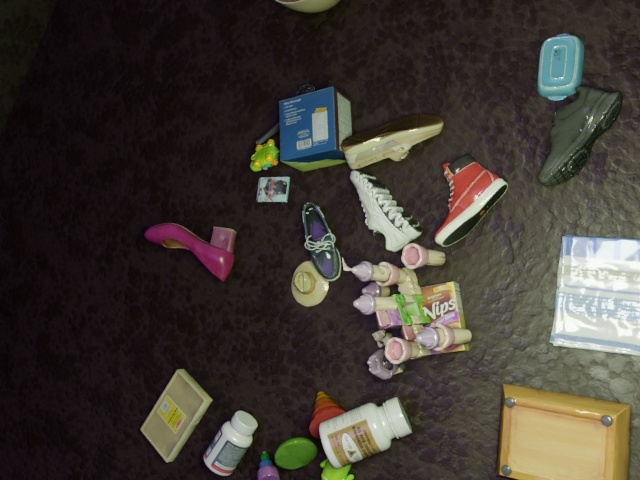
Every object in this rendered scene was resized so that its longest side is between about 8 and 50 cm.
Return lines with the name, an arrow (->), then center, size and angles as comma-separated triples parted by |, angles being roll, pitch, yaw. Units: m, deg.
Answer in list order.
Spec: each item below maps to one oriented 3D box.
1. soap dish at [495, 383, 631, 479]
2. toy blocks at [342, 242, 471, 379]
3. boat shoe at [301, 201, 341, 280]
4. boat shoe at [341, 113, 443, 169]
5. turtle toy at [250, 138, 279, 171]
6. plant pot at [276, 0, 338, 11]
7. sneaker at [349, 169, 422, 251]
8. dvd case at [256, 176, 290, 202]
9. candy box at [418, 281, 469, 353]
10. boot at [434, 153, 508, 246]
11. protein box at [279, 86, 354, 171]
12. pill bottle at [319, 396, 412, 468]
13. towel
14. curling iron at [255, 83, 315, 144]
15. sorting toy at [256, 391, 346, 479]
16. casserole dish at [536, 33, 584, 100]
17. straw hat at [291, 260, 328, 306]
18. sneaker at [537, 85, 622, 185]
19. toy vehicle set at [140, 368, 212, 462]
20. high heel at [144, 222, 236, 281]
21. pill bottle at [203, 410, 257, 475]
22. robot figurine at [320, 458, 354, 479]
soap dish -> 0.560, 0.476, 1.380 | 0.291, 0.118, 0.228 | 3, 82, 31
toy blocks -> 0.171, 0.190, 1.524 | 0.309, 0.260, 0.288 | -34, 61, 41
boat shoe -> 0.000, 0.000, 1.801 | 0.095, 0.079, 0.254 | -14, 73, 6
boat shoe -> 0.217, -0.288, 1.731 | 0.303, 0.098, 0.109 | -16, 31, 11
turtle toy -> -0.188, -0.274, 1.971 | 0.130, 0.066, 0.095 | -20, 48, 28
plant pot -> -0.017, -0.860, 1.910 | 0.284, 0.191, 0.283 | -6, 79, 29
sneaker -> 0.165, -0.092, 1.722 | 0.118, 0.110, 0.292 | -49, 61, 23
dvd case -> -0.159, -0.170, 1.967 | 0.120, 0.013, 0.087 | 3, 82, 31
candy box -> 0.331, 0.213, 1.597 | 0.109, 0.053, 0.186 | -14, 72, 28
boot -> 0.367, -0.115, 1.620 | 0.244, 0.088, 0.176 | -48, 62, 5
protein box -> -0.011, -0.344, 1.843 | 0.200, 0.136, 0.201 | -8, 77, 29
pill bottle -> 0.123, 0.516, 1.594 | 0.230, 0.131, 0.131 | -24, 69, 6
towel -> 0.679, 0.129, 1.426 | 0.209, 0.034, 0.284 | 5, 83, 29
curling iron -> -0.117, -0.419, 1.977 | 0.274, 0.035, 0.068 | -45, 59, 15
sorting toy -> -0.067, 0.576, 1.747 | 0.365, 0.127, 0.126 | -46, 33, 17
casserole dish -> 0.634, -0.467, 1.560 | 0.114, 0.037, 0.188 | 4, 82, 30
straw hat -> -0.049, 0.130, 1.822 | 0.145, 0.061, 0.144 | -6, 78, 28
sneaker -> 0.634, -0.266, 1.495 | 0.130, 0.109, 0.286 | 37, 90, 36
toy vehicle set -> -0.495, 0.595, 2.003 | 0.166, 0.035, 0.266 | 38, 100, 29
high heel -> -0.470, 0.041, 2.032 | 0.378, 0.127, 0.181 | 1, 71, 26
pill bottle -> -0.275, 0.628, 1.832 | 0.108, 0.108, 0.180 | 38, 100, 29
robot figurine -> 0.044, 0.653, 1.669 | 0.101, 0.067, 0.115 | 27, 95, 36
